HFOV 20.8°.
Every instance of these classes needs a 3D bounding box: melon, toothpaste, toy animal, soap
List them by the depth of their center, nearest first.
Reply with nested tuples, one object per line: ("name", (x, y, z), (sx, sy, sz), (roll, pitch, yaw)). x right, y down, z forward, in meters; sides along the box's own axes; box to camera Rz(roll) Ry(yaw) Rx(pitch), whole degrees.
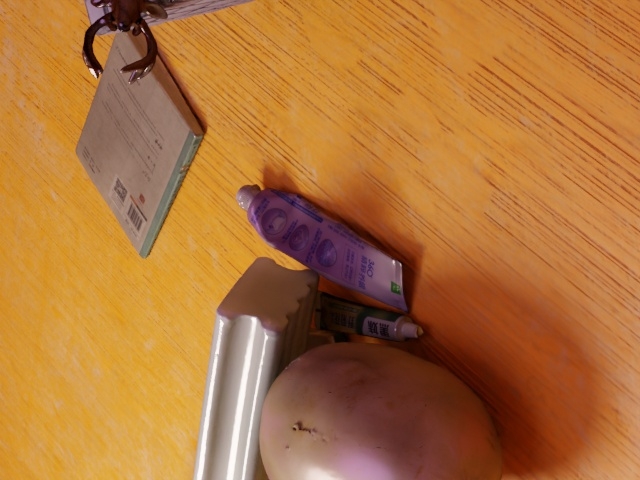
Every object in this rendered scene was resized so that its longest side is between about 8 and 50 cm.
("toy animal", (-0.211, -0.324, 1.821), (0.243, 0.087, 0.260), (64, 147, 33))
("melon", (0.062, 0.229, 1.930), (0.317, 0.223, 0.223), (18, 118, 49))
("toothpaste", (0.054, 0.095, 2.056), (0.204, 0.031, 0.049), (10, 100, 54))
("toothpaste", (0.000, 0.000, 2.080), (0.301, 0.048, 0.075), (32, 117, 42))
("soap", (-0.080, 0.173, 2.096), (0.087, 0.160, 0.265), (16, 119, 12))

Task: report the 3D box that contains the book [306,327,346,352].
("book", (-0.023, 0.290, 2.236), (0.260, 0.043, 0.371), (1, 104, 54))

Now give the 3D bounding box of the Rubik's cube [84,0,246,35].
("Rubik's cube", (-0.137, -0.378, 1.945), (0.238, 0.237, 0.237), (-9, 95, 54))

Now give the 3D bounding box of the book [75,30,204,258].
("book", (-0.255, -0.135, 2.397), (0.215, 0.025, 0.283), (57, 143, 21))
